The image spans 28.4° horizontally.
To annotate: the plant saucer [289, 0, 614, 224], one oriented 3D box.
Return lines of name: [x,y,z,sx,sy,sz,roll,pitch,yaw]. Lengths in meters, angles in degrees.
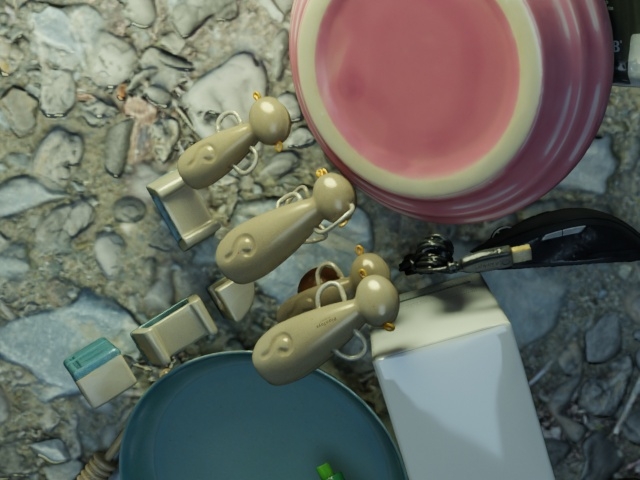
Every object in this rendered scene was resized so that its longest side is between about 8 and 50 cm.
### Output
plant saucer: [0.105,-0.169,1.199,0.332,0.084,0.332,10,112,27]

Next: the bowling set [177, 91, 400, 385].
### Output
bowling set: [0.000,0.000,1.256,0.154,0.200,0.287,-31,70,20]

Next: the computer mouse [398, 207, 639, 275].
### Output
computer mouse: [0.208,-0.002,1.257,0.262,0.184,0.060,-4,88,2]

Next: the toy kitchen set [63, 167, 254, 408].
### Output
toy kitchen set: [-0.195,0.045,1.319,0.207,0.122,0.166,-31,99,-14]

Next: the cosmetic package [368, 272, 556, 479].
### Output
cosmetic package: [0.140,0.174,1.264,0.138,0.224,0.224,-16,100,4]

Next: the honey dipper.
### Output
honey dipper: [-0.209,0.203,1.376,0.030,0.030,0.160,35,97,-5]

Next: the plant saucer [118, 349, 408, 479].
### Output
plant saucer: [-0.057,0.253,1.341,0.318,0.043,0.317,5,112,12]

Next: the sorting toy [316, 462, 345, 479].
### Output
sorting toy: [-0.111,0.334,1.288,0.366,0.127,0.126,-28,82,4]

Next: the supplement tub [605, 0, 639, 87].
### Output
supplement tub: [0.341,-0.319,1.177,0.207,0.207,0.338,-5,101,2]
